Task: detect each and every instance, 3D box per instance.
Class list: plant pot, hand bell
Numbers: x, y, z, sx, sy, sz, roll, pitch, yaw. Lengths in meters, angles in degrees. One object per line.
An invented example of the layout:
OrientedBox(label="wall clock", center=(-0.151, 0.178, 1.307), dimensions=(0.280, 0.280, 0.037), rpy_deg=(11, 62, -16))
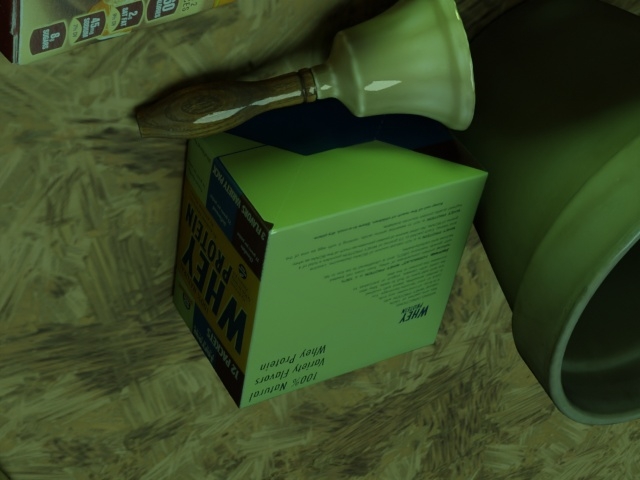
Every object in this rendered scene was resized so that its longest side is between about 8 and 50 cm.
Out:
OrientedBox(label="plant pot", center=(0.248, -0.057, 1.058), dimensions=(0.323, 0.280, 0.323), rpy_deg=(-22, 142, -18))
OrientedBox(label="hand bell", center=(-0.019, -0.116, 0.948), dimensions=(0.242, 0.126, 0.126), rpy_deg=(-14, 140, -9))

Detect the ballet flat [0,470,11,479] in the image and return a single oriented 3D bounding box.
OrientedBox(label="ballet flat", center=(-0.313, 0.224, 1.091), dimensions=(0.080, 0.073, 0.232), rpy_deg=(-30, 144, -8))

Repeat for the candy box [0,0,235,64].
OrientedBox(label="candy box", center=(-0.057, -0.235, 0.729), dimensions=(0.316, 0.087, 0.183), rpy_deg=(-24, 144, -34))

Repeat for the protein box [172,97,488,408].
OrientedBox(label="protein box", center=(0.000, 0.000, 1.042), dimensions=(0.200, 0.136, 0.201), rpy_deg=(-16, 139, -27))
